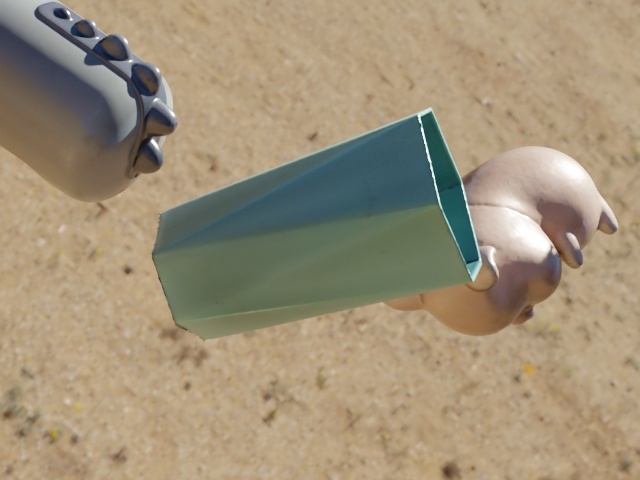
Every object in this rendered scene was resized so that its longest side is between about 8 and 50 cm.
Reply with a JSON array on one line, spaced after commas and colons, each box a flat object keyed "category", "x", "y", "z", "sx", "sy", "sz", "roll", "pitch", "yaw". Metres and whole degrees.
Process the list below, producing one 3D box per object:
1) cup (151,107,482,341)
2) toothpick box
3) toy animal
[{"category": "cup", "x": -0.006, "y": -0.007, "z": 1.000, "sx": 0.148, "sy": 0.235, "sz": 0.134, "roll": -25, "pitch": 99, "yaw": -73}, {"category": "toothpick box", "x": -0.328, "y": -0.192, "z": 1.662, "sx": 0.316, "sy": 0.229, "sz": 0.229, "roll": 34, "pitch": 26, "yaw": 12}, {"category": "toy animal", "x": 0.191, "y": -0.002, "z": 1.315, "sx": 0.154, "sy": 0.166, "sz": 0.250, "roll": 47, "pitch": 51, "yaw": 4}]
